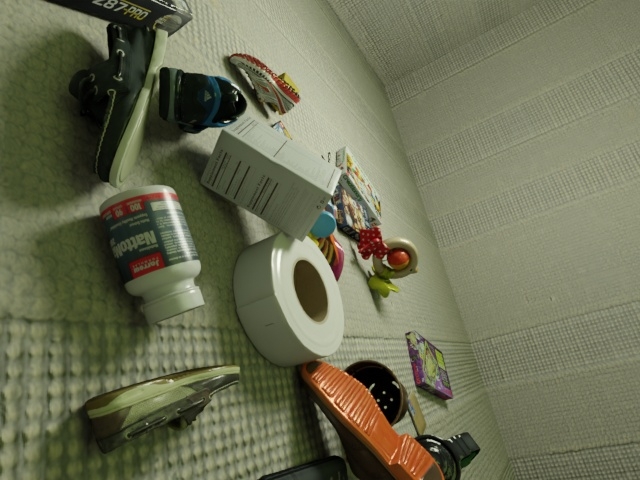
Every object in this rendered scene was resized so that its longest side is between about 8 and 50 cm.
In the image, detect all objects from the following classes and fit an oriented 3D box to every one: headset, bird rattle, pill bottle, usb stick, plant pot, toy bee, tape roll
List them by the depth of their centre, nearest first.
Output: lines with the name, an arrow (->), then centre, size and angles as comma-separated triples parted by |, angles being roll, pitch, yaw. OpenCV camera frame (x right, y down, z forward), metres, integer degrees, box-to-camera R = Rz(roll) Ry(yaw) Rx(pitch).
pill bottle -> -0.235, 0.022, 0.592 | 0.108, 0.107, 0.180 | -12, 80, -66
usb stick -> -0.026, 0.447, 0.743 | 0.278, 0.045, 0.077 | 30, 43, -55
tape roll -> -0.059, 0.122, 0.890 | 0.286, 0.100, 0.286 | 46, 32, -41
headset -> 0.238, 0.590, 0.957 | 0.394, 0.243, 0.185 | -2, 40, -35
plant pot -> 0.141, 0.392, 1.017 | 0.165, 0.166, 0.167 | 43, 33, -56
toy bee -> -0.040, -0.068, 1.072 | 0.195, 0.162, 0.299 | -80, 165, -82
plant pot -> -0.123, -0.455, 1.286 | 0.081, 0.081, 0.083 | 42, 43, -45
bird rattle -> 0.242, 0.059, 1.461 | 0.143, 0.206, 0.254 | -93, 169, -71

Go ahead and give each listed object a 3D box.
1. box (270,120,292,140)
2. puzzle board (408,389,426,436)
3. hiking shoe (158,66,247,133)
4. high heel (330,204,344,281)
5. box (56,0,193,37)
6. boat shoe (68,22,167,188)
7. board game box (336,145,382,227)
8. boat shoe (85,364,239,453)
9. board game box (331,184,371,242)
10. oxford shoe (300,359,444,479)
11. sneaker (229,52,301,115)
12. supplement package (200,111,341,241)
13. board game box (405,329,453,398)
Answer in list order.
box -> -0.106, -0.282, 1.230 | 0.137, 0.027, 0.094 | 58, 27, -21
puzzle board -> 0.327, 0.592, 1.404 | 0.096, 0.011, 0.128 | -14, 81, -65
hiking shoe -> -0.205, -0.251, 0.783 | 0.304, 0.132, 0.113 | -103, -159, -72
high heel -> 0.000, 0.000, 1.185 | 0.117, 0.082, 0.244 | 4, 77, -29
box -> -0.434, -0.597, 0.730 | 0.395, 0.097, 0.318 | 66, 21, -3
boat shoe -> -0.321, -0.230, 0.637 | 0.113, 0.127, 0.340 | 14, 58, -24
board game box -> 0.162, -0.220, 1.711 | 0.305, 0.053, 0.193 | 49, 29, -35
boat shoe -> -0.197, 0.217, 0.552 | 0.223, 0.080, 0.074 | 8, 68, -57
board game box -> 0.121, -0.085, 1.520 | 0.243, 0.042, 0.165 | 29, 44, -55
oxford shoe -> 0.075, 0.409, 0.852 | 0.363, 0.133, 0.130 | 44, 25, 17
sneaker -> -0.167, -0.446, 1.177 | 0.225, 0.093, 0.088 | 35, 22, -23
supplement package -> -0.099, -0.135, 0.863 | 0.244, 0.134, 0.139 | 30, 32, -6
board game box -> 0.450, 0.519, 1.687 | 0.347, 0.056, 0.208 | 41, 31, -46
